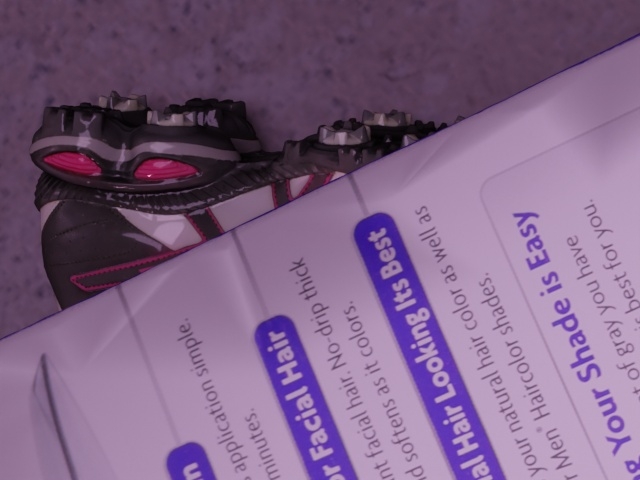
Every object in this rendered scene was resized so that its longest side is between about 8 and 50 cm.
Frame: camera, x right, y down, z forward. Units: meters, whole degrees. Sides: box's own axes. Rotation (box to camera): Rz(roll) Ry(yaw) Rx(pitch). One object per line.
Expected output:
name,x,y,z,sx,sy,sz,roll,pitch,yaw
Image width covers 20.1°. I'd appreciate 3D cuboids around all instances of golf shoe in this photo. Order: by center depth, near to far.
golf shoe,0.000,0.000,0.804,0.273,0.105,0.120,5,100,23

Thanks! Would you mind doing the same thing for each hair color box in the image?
hair color box,0.071,0.059,0.583,0.339,0.110,0.185,-25,77,9
